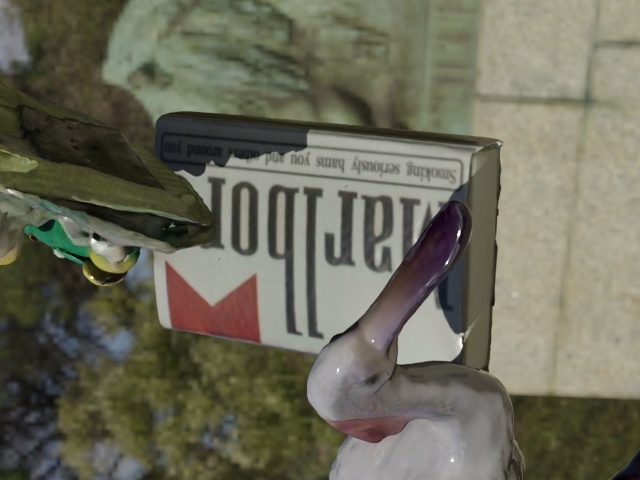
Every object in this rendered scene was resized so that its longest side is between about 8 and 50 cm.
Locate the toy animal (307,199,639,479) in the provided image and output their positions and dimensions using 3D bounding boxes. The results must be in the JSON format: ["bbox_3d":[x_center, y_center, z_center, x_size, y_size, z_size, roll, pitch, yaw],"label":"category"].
[{"bbox_3d":[0.055,0.111,0.689,0.324,0.195,0.090,41,-169,-47],"label":"toy animal"}]

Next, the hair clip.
[{"bbox_3d":[-0.195,-0.055,0.611,0.091,0.321,0.138,-58,32,3],"label":"hair clip"}]

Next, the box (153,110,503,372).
[{"bbox_3d":[0.000,0.000,0.732,0.036,0.177,0.115,-21,-66,-58],"label":"box"}]
